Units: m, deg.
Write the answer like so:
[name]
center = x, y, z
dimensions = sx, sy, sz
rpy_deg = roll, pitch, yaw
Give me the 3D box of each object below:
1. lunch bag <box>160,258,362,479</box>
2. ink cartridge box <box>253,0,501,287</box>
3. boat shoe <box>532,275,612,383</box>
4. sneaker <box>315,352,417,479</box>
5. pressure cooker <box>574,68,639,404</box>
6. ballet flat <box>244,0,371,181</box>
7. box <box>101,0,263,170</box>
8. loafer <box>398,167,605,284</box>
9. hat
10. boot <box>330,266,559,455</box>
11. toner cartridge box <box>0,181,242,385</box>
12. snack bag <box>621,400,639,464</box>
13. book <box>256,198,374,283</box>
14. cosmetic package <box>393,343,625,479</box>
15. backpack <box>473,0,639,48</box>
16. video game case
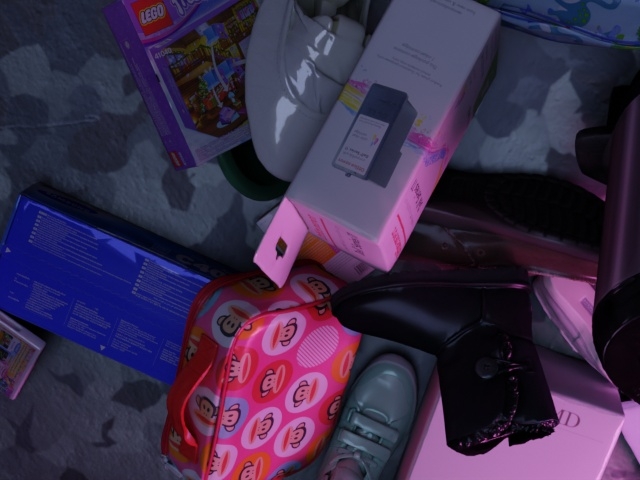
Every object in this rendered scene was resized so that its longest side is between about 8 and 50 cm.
[lunch bag]
center = -0.085, 0.177, 1.504
dimensions = 0.120, 0.258, 0.293
rpy_deg = 35, 122, 35
[ink cartridge box]
center = 0.070, -0.091, 1.350
dimensions = 0.119, 0.207, 0.353
rpy_deg = 27, 84, 11
[boat shoe]
center = 0.335, 0.114, 1.536
dimensions = 0.184, 0.063, 0.066
rpy_deg = 49, 61, 0
[sneaker]
center = 0.058, 0.280, 1.580
dimensions = 0.094, 0.151, 0.255
rpy_deg = 22, 107, 0
[pressure cooker]
center = 0.482, -0.037, 1.295
dimensions = 0.370, 0.420, 0.375
rpy_deg = 24, 150, -16
[ballet flat]
center = 0.009, -0.266, 1.363
dimensions = 0.139, 0.139, 0.400
rpy_deg = 10, 78, 5
[box]
center = -0.084, -0.231, 1.411
dimensions = 0.057, 0.293, 0.200
rpy_deg = -6, 111, 55
[loafer]
center = 0.205, -0.009, 1.509
dimensions = 0.366, 0.134, 0.130
rpy_deg = 13, 128, 12
[hat]
center = -0.133, -0.155, 1.538
dimensions = 0.184, 0.173, 0.208
rpy_deg = 3, 86, 40
[boot]
center = 0.141, 0.142, 1.397
dimensions = 0.247, 0.094, 0.207
rpy_deg = -4, 65, 0
[toner cartridge box]
center = -0.255, 0.070, 1.604
dimensions = 0.348, 0.075, 0.165
rpy_deg = 25, 106, 0
[snack bag]
center = 0.570, 0.292, 1.521
dimensions = 0.323, 0.037, 0.342
rpy_deg = -24, 108, 30
[book]
center = 0.000, 0.000, 1.574
dimensions = 0.096, 0.035, 0.144
rpy_deg = -37, 99, 14
[cosmetic package]
center = 0.204, 0.360, 1.579
dimensions = 0.230, 0.161, 0.453
rpy_deg = 18, 106, 2
[backpack]
center = 0.286, -0.345, 1.348
dimensions = 0.356, 0.273, 0.290
rpy_deg = 21, 101, -11
[video game case]
center = -0.452, 0.138, 1.640
dimensions = 0.143, 0.019, 0.157
rpy_deg = 36, 137, -3
